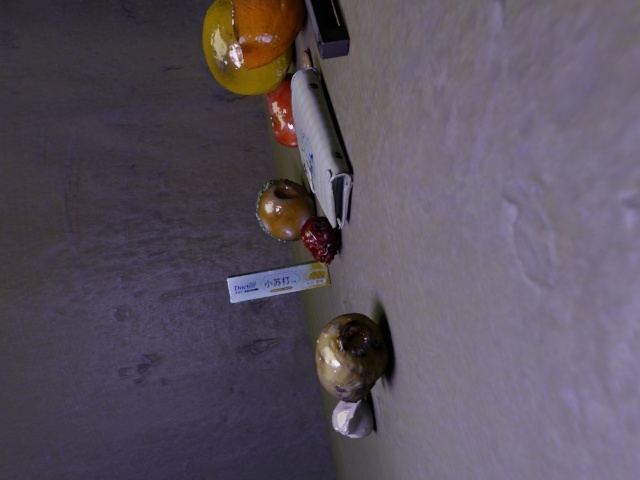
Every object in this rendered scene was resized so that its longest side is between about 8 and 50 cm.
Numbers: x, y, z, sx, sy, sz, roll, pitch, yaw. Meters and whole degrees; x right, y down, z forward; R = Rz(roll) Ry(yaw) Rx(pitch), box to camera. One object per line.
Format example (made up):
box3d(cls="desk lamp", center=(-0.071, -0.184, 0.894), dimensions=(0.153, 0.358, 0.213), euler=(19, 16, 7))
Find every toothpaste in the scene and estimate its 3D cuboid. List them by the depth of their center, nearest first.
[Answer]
box3d(cls="toothpaste", center=(-0.130, 0.124, 2.048), dimensions=(0.071, 0.313, 0.089), euler=(-134, 35, -78))

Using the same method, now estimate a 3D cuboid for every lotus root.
box3d(cls="lotus root", center=(0.059, 0.245, 1.324), dimensions=(0.278, 0.154, 0.154), euler=(84, 172, -58))

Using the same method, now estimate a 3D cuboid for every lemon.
box3d(cls="lemon", center=(-0.197, -0.541, 1.813), dimensions=(0.260, 0.260, 0.284), euler=(-122, 18, -73))

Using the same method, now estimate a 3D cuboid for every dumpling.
box3d(cls="dumpling", center=(0.086, 0.433, 1.674), dimensions=(0.188, 0.108, 0.127), euler=(49, -129, -69))

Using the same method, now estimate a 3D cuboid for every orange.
box3d(cls="orange", center=(-0.156, -0.532, 1.486), dimensions=(0.310, 0.274, 0.274), euler=(15, -122, -58))

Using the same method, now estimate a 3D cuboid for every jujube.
box3d(cls="jujube", center=(0.000, -0.004, 1.659), dimensions=(0.166, 0.104, 0.104), euler=(89, 168, -67))

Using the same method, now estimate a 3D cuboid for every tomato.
box3d(cls="tomato", center=(-0.107, -0.381, 1.983), dimensions=(0.237, 0.095, 0.237), euler=(168, 90, -84))

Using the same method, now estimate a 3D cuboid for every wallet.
box3d(cls="wallet", center=(0.003, -0.198, 1.456), dimensions=(0.223, 0.077, 0.309), euler=(96, 162, -57))

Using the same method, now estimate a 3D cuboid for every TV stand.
box3d(cls="TV stand", center=(-0.002, -0.432, 1.163), dimensions=(0.040, 0.049, 0.256), euler=(95, 164, -64))

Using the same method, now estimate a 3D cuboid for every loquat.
box3d(cls="loquat", center=(-0.103, -0.090, 2.077), dimensions=(0.227, 0.179, 0.179), euler=(83, 174, -60))

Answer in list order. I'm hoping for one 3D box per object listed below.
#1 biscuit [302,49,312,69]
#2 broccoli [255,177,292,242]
box3d(cls="biscuit", center=(-0.029, -0.392, 1.605), dimensions=(0.147, 0.018, 0.071), euler=(87, 171, -46))
box3d(cls="broccoli", center=(-0.119, -0.096, 2.276), dimensions=(0.176, 0.226, 0.198), euler=(-75, 4, -60))
